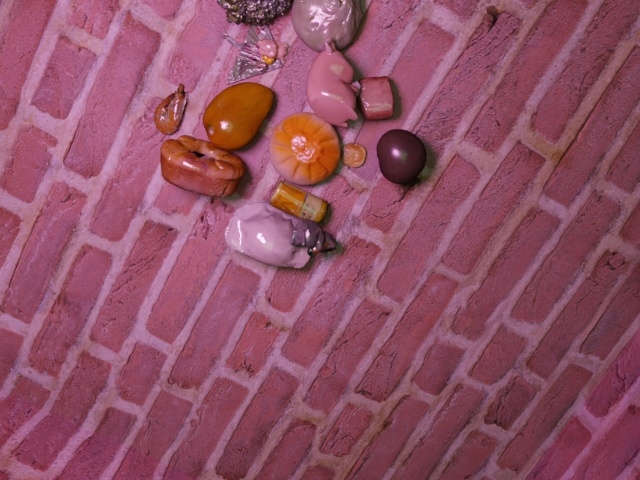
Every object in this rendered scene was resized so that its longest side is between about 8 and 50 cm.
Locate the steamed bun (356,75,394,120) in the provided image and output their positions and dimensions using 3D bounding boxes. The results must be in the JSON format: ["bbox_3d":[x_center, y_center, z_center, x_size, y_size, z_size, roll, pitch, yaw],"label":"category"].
[{"bbox_3d":[0.218,-0.567,1.707,0.144,0.106,0.175,-7,88,6],"label":"steamed bun"}]

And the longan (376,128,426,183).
[{"bbox_3d":[0.325,-0.340,1.710,0.196,0.196,0.220,-16,100,2],"label":"longan"}]

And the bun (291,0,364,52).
[{"bbox_3d":[0.025,-0.859,1.598,0.283,0.179,0.283,0,104,0],"label":"bun"}]

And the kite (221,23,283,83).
[{"bbox_3d":[-0.271,-0.757,1.698,0.267,0.013,0.323,23,98,-7],"label":"kite"}]

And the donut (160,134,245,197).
[{"bbox_3d":[-0.463,-0.290,1.660,0.317,0.299,0.150,32,115,17],"label":"donut"}]

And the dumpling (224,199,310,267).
[{"bbox_3d":[-0.201,-0.028,1.780,0.341,0.181,0.260,13,78,7],"label":"dumpling"}]

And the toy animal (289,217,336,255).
[{"bbox_3d":[0.002,-0.002,1.764,0.251,0.125,0.127,14,117,-42],"label":"toy animal"}]

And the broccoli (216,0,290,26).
[{"bbox_3d":[-0.248,-0.951,1.513,0.334,0.324,0.272,-40,85,0],"label":"broccoli"}]

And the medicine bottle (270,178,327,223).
[{"bbox_3d":[-0.085,-0.153,1.773,0.239,0.124,0.124,25,100,-8],"label":"medicine bottle"}]

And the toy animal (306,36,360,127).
[{"bbox_3d":[0.054,-0.594,1.623,0.213,0.195,0.256,15,71,-22],"label":"toy animal"}]

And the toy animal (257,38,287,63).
[{"bbox_3d":[-0.190,-0.739,1.658,0.114,0.082,0.091,10,102,-6],"label":"toy animal"}]

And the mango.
[{"bbox_3d":[-0.322,-0.495,1.666,0.211,0.173,0.317,41,80,4],"label":"mango"}]

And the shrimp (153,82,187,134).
[{"bbox_3d":[-0.606,-0.535,1.720,0.115,0.051,0.217,26,103,-4],"label":"shrimp"}]

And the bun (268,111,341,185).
[{"bbox_3d":[-0.065,-0.369,1.709,0.299,0.165,0.299,0,101,-2],"label":"bun"}]

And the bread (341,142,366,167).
[{"bbox_3d":[0.139,-0.359,1.785,0.110,0.024,0.110,0,102,0],"label":"bread"}]
